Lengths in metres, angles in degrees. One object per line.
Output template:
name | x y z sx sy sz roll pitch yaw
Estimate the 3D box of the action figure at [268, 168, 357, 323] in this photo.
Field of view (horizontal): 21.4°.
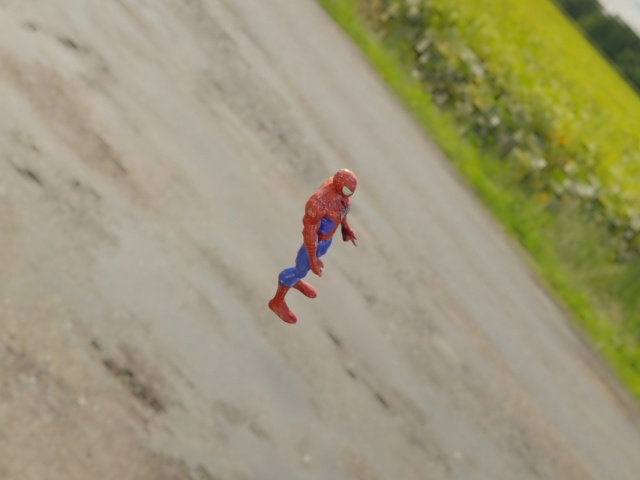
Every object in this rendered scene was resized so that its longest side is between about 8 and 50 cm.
action figure | 0.000 0.000 0.919 0.030 0.115 0.038 34 51 13
